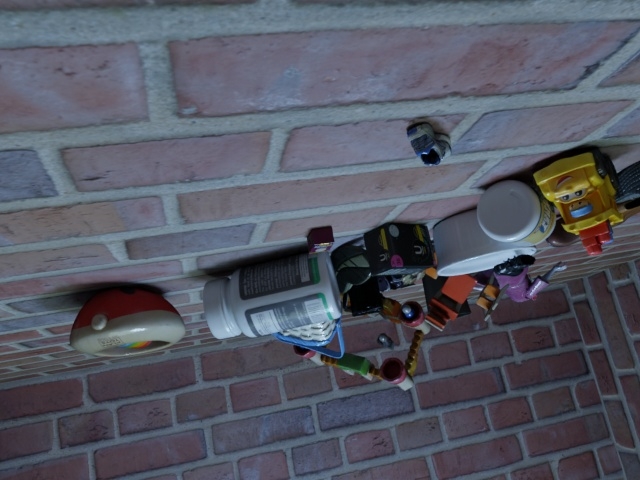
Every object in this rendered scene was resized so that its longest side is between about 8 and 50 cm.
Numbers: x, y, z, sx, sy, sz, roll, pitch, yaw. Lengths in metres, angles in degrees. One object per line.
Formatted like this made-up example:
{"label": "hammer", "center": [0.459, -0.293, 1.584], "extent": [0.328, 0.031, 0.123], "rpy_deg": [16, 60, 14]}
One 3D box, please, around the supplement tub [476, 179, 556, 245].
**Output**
{"label": "supplement tub", "center": [0.477, -0.061, 1.348], "extent": [0.144, 0.145, 0.199], "rpy_deg": [-21, 163, 34]}

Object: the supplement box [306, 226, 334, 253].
{"label": "supplement box", "center": [0.000, 0.000, 1.413], "extent": [0.054, 0.043, 0.083], "rpy_deg": [-7, 164, -11]}

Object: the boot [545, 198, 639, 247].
{"label": "boot", "center": [0.842, -0.059, 1.672], "extent": [0.263, 0.096, 0.280], "rpy_deg": [-12, 172, -4]}

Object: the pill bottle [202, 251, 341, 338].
{"label": "pill bottle", "center": [-0.135, 0.159, 1.595], "extent": [0.360, 0.204, 0.204], "rpy_deg": [-13, 166, 6]}

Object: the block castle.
{"label": "block castle", "center": [0.147, 0.335, 2.033], "extent": [0.453, 0.303, 0.213], "rpy_deg": [8, 155, 35]}

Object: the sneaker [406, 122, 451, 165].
{"label": "sneaker", "center": [0.188, -0.151, 0.953], "extent": [0.052, 0.058, 0.135], "rpy_deg": [-21, 164, 32]}

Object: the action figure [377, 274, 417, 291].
{"label": "action figure", "center": [0.263, 0.135, 2.044], "extent": [0.185, 0.099, 0.285], "rpy_deg": [-21, 168, 7]}

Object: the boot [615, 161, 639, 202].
{"label": "boot", "center": [0.835, -0.156, 1.431], "extent": [0.161, 0.084, 0.246], "rpy_deg": [-12, 173, -25]}

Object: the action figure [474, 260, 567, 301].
{"label": "action figure", "center": [0.681, 0.138, 1.964], "extent": [0.248, 0.276, 0.370], "rpy_deg": [8, 154, 48]}

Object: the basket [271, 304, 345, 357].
{"label": "basket", "center": [-0.044, 0.257, 1.815], "extent": [0.254, 0.201, 0.289], "rpy_deg": [13, 130, 16]}

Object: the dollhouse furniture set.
{"label": "dollhouse furniture set", "center": [0.429, 0.172, 1.807], "extent": [0.135, 0.262, 0.259], "rpy_deg": [-49, 162, -31]}

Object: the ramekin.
{"label": "ramekin", "center": [0.452, 0.001, 1.583], "extent": [0.277, 0.135, 0.277], "rpy_deg": [-10, 166, -3]}

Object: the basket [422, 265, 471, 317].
{"label": "basket", "center": [0.446, 0.171, 2.046], "extent": [0.154, 0.227, 0.204], "rpy_deg": [-15, 166, 12]}

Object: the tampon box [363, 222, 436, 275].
{"label": "tampon box", "center": [0.215, 0.027, 1.525], "extent": [0.160, 0.121, 0.101], "rpy_deg": [1, 162, -40]}

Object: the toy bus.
{"label": "toy bus", "center": [0.587, -0.075, 1.251], "extent": [0.149, 0.212, 0.220], "rpy_deg": [-20, 162, 35]}

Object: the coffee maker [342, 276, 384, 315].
{"label": "coffee maker", "center": [0.145, 0.145, 1.808], "extent": [0.120, 0.178, 0.171], "rpy_deg": [-5, 166, -28]}

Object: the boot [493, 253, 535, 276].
{"label": "boot", "center": [0.552, 0.067, 1.556], "extent": [0.121, 0.045, 0.099], "rpy_deg": [-1, 159, -33]}

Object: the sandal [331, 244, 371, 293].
{"label": "sandal", "center": [0.094, 0.076, 1.681], "extent": [0.086, 0.120, 0.303], "rpy_deg": [-30, 175, -20]}

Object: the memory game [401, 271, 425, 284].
{"label": "memory game", "center": [0.352, 0.089, 1.922], "extent": [0.186, 0.012, 0.186], "rpy_deg": [-30, 152, -18]}

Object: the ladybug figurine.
{"label": "ladybug figurine", "center": [-0.564, 0.240, 1.653], "extent": [0.304, 0.162, 0.449], "rpy_deg": [-11, 166, -4]}
